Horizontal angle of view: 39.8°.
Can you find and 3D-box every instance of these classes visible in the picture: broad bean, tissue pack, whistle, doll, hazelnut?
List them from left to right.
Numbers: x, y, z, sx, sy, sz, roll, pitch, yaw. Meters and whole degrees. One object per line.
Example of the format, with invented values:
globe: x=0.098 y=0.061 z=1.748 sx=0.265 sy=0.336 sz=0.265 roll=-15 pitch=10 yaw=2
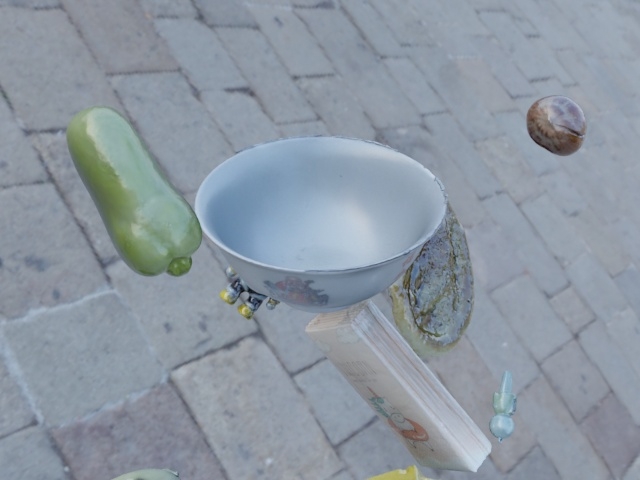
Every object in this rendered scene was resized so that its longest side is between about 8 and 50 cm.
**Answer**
broad bean: x=-0.173 y=-0.044 z=0.835 sx=0.082 sy=0.124 sz=0.174 roll=-26 pitch=85 yaw=-14
doll: x=-0.062 y=0.025 z=1.734 sx=0.145 sy=0.316 sz=0.103 roll=44 pitch=7 yaw=5
tissue pack: x=0.124 y=0.240 z=1.442 sx=0.325 sy=0.170 sz=0.071 roll=49 pitch=65 yaw=-12
whistle: x=0.253 y=0.230 z=1.221 sx=0.035 sy=0.035 sz=0.100 roll=25 pitch=66 yaw=-31
hazelnut: x=0.316 y=-0.156 z=1.184 sx=0.086 sy=0.086 sz=0.086 roll=29 pitch=40 yaw=-27

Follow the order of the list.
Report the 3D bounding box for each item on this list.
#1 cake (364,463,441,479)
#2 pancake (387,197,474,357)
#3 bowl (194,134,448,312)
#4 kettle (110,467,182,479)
cake: x=0.152 y=0.551 z=1.549 sx=0.227 sy=0.286 sz=0.222 roll=-85 pitch=152 yaw=-65
pancake: x=0.221 y=0.062 z=1.776 sx=0.356 sy=0.065 sz=0.356 roll=9 pitch=79 yaw=-52
bowl: x=0.000 y=0.000 z=1.249 sx=0.345 sy=0.157 sz=0.345 roll=0 pitch=35 yaw=0
kettle: x=-0.319 y=0.468 z=1.319 sx=0.228 sy=0.324 sz=0.321 roll=66 pitch=-8 yaw=-23
